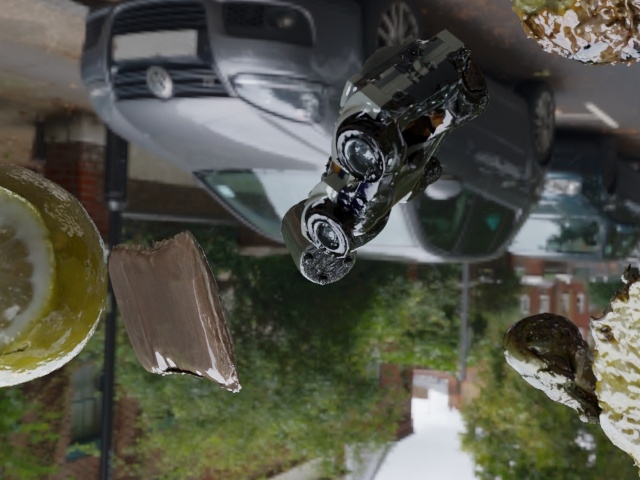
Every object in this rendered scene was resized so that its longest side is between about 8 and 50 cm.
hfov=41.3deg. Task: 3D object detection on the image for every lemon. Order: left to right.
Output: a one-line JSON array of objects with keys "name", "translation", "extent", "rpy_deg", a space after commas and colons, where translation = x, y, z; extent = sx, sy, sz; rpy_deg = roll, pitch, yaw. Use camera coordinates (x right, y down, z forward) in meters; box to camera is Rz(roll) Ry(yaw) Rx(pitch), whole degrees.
[{"name": "lemon", "translation": [-0.348, 0.039, 0.932], "extent": [0.241, 0.240, 0.219], "rpy_deg": [2, 176, -1]}]

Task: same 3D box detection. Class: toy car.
[{"name": "toy car", "translation": [0.065, -0.095, 0.969], "extent": [0.193, 0.118, 0.301], "rpy_deg": [-40, 168, -32]}]

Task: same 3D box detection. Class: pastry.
[{"name": "pastry", "translation": [0.512, -0.429, 1.394], "extent": [0.337, 0.292, 0.405], "rpy_deg": [6, 174, -8]}]

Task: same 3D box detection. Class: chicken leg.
[{"name": "chicken leg", "translation": [0.248, 0.139, 0.797], "extent": [0.178, 0.070, 0.093], "rpy_deg": [44, -172, -6]}]

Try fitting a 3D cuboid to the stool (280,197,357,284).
[{"name": "stool", "translation": [0.000, 0.000, 1.166], "extent": [0.096, 0.096, 0.110], "rpy_deg": [2, -145, -17]}]

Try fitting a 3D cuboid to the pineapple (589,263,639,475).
[{"name": "pineapple", "translation": [0.231, 0.101, 0.475], "extent": [0.047, 0.221, 0.221], "rpy_deg": [-22, -169, -25]}]

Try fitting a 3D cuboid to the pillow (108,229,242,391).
[{"name": "pillow", "translation": [-0.133, 0.060, 0.741], "extent": [0.034, 0.135, 0.211], "rpy_deg": [-22, -170, -31]}]
